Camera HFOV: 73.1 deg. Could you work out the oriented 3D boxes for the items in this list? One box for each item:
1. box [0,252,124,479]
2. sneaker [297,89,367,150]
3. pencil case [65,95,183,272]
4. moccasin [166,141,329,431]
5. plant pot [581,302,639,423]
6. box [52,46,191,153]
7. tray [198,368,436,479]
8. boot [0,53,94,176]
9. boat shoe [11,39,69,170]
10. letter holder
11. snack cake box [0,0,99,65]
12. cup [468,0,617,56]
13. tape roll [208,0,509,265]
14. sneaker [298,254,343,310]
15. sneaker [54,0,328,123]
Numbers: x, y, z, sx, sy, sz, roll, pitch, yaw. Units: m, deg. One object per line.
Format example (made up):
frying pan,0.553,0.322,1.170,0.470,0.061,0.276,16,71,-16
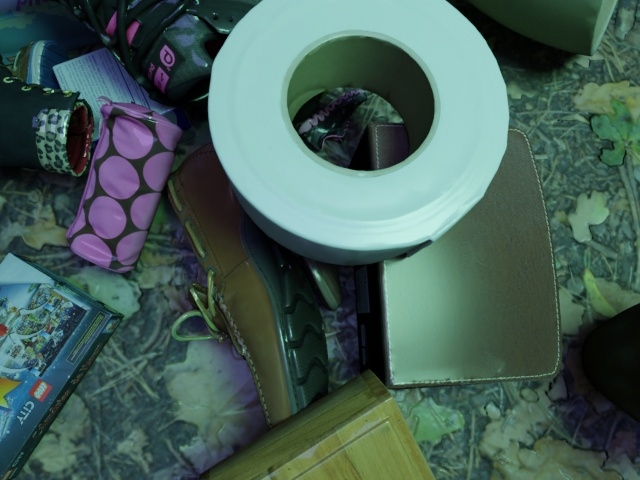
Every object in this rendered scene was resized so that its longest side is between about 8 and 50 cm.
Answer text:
box,-0.388,0.155,0.544,0.159,0.044,0.233,30,78,3
sneaker,0.026,-0.177,0.644,0.119,0.047,0.057,-36,98,-6
pencil case,-0.250,-0.066,0.540,0.098,0.095,0.209,16,103,-29
moccasin,-0.102,0.059,0.537,0.147,0.139,0.379,-27,81,14
plant pot,0.430,0.148,0.505,0.216,0.230,0.215,1,79,-4
box,-0.274,-0.199,0.609,0.137,0.072,0.126,-25,82,-8
tray,0.066,0.366,0.451,0.203,0.076,0.410,-29,102,-9
boot,-0.369,-0.192,0.526,0.179,0.085,0.236,6,89,0
boat shoe,-0.404,-0.187,0.608,0.066,0.066,0.183,7,83,18
letter holder,0.159,0.020,0.556,0.215,0.152,0.301,-1,79,-6
snack cake box,-0.370,-0.375,0.630,0.265,0.089,0.152,-19,80,-7
cup,0.311,-0.449,0.602,0.237,0.331,0.331,22,77,28
tape roll,0.036,-0.118,0.444,0.286,0.100,0.286,1,78,-4
sneaker,0.000,0.000,0.590,0.071,0.066,0.188,-24,82,-10
sneaker,-0.190,-0.277,0.507,0.483,0.185,0.202,12,65,-21
